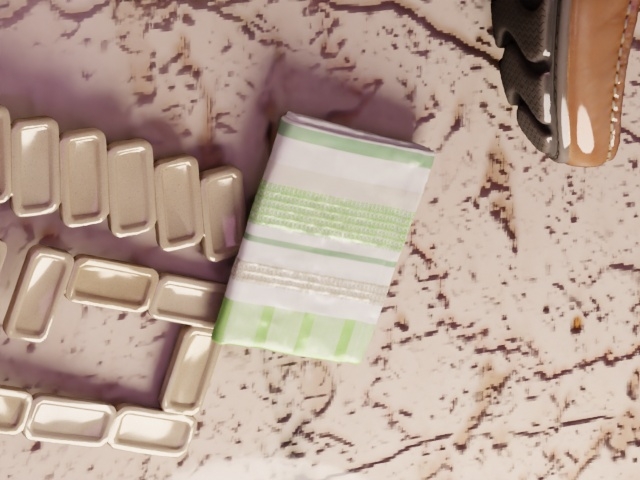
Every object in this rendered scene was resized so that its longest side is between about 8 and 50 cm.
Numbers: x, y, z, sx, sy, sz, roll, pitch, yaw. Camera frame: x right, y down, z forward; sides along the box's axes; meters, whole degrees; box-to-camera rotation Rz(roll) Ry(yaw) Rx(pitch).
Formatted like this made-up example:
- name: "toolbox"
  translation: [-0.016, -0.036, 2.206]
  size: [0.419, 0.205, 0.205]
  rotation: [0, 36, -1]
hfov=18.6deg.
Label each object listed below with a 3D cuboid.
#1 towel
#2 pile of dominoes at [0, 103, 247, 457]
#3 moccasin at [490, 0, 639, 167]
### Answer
- name: "towel"
  translation: [0.000, 0.000, 1.221]
  size: [0.113, 0.023, 0.152]
  rotation: [12, 105, -30]
- name: "pile of dominoes"
  translation: [-0.164, 0.020, 1.166]
  size: [0.251, 0.040, 0.196]
  rotation: [13, 102, -34]
- name: "moccasin"
  translation: [0.187, -0.231, 1.169]
  size: [0.147, 0.139, 0.380]
  rotation: [4, 97, -15]
